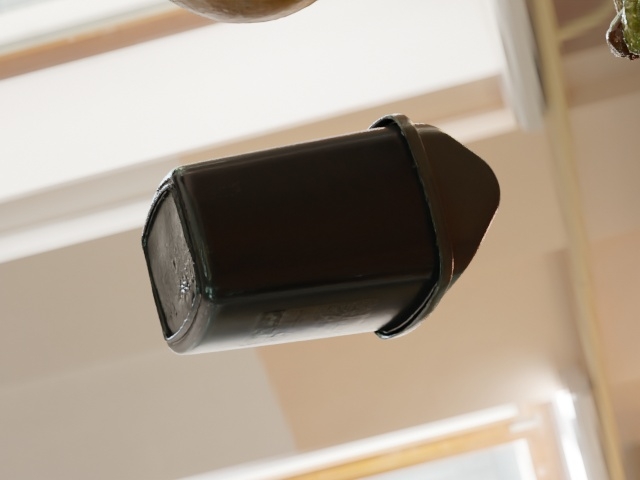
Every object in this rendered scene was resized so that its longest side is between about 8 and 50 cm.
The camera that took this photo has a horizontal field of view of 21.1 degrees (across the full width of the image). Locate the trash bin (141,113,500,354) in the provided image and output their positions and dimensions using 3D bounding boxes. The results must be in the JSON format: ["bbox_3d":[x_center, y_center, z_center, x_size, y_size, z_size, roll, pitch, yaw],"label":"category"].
[{"bbox_3d":[0.000,0.000,1.538,0.209,0.290,0.182,130,128,-63],"label":"trash bin"}]

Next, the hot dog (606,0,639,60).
[{"bbox_3d":[0.328,-0.259,1.569,0.213,0.103,0.146,-62,-3,8],"label":"hot dog"}]

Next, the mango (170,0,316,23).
[{"bbox_3d":[-0.050,-0.187,0.701,0.102,0.141,0.217,-50,-45,-44],"label":"mango"}]
